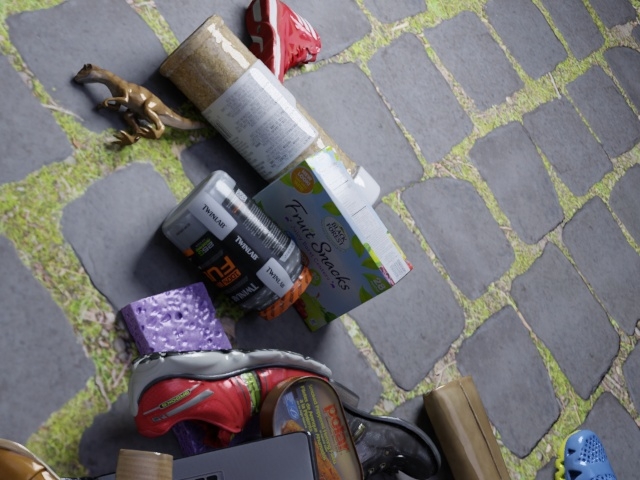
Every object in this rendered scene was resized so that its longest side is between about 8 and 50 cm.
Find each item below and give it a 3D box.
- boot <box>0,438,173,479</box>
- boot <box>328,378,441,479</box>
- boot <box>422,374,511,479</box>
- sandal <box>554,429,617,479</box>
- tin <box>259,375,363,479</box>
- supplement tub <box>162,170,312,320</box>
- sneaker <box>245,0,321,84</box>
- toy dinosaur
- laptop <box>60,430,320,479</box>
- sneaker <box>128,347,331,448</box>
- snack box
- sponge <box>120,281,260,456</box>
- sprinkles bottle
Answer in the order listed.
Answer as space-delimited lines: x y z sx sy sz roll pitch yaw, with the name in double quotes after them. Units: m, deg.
-0.275 0.288 0.870 0.295 0.104 0.211 6 70 -5 "boot"
0.030 0.325 1.269 0.263 0.091 0.229 33 53 -19 "boot"
0.210 0.339 1.398 0.236 0.089 0.269 6 61 -67 "boot"
0.484 0.453 1.563 0.126 0.138 0.317 -4 67 -42 "sandal"
-0.010 0.252 1.167 0.106 0.040 0.190 -24 103 -32 "tin"
-0.107 0.010 1.292 0.190 0.117 0.117 45 44 -12 "supplement tub"
-0.047 -0.293 1.552 0.128 0.087 0.221 19 56 -33 "sneaker"
-0.230 -0.176 1.329 0.211 0.064 0.112 28 49 -29 "toy dinosaur"
-0.203 0.386 0.903 0.236 0.408 0.382 49 29 -64 "laptop"
-0.108 0.189 1.174 0.279 0.107 0.118 3 84 -38 "sneaker"
0.000 0.000 1.354 0.207 0.174 0.070 55 41 -3 "snack box"
-0.156 0.162 1.220 0.117 0.031 0.210 -17 79 -46 "sponge"
-0.071 -0.160 1.422 0.355 0.121 0.121 46 44 -12 "sprinkles bottle"
